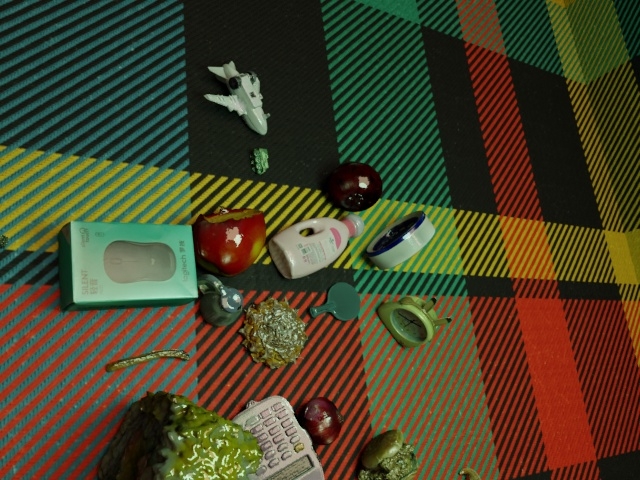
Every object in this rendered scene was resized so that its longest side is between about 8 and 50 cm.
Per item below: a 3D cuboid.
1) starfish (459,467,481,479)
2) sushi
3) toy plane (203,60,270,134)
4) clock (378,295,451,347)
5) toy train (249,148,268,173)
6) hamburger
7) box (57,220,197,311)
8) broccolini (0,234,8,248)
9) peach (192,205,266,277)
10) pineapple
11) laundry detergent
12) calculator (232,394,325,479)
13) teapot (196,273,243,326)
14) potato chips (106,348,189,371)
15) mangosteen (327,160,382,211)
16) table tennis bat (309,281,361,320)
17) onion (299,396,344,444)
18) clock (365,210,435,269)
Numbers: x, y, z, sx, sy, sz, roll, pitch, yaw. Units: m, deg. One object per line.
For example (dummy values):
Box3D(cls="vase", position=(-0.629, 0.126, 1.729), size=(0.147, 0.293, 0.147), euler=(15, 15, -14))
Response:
Box3D(cls="starfish", position=(0.476, 0.880, 1.768), size=(0.376, 0.094, 0.326), euler=(22, 64, -20))
Box3D(cls="sushi", position=(-0.321, 0.513, 1.190), size=(0.240, 0.397, 0.351), euler=(38, 64, -22))
Box3D(cls="toy plane", position=(-0.236, -0.444, 1.773), size=(0.255, 0.101, 0.251), euler=(56, 41, -4))
Box3D(cls="clock", position=(0.300, 0.246, 1.794), size=(0.069, 0.232, 0.170), euler=(-40, 98, -36))
Box3D(cls="toy train", position=(-0.187, -0.245, 1.776), size=(0.053, 0.033, 0.083), euler=(-3, 75, -38))
Box3D(cls="hamburger", position=(0.183, 0.628, 1.636), size=(0.185, 0.159, 0.131), euler=(-36, 99, -10))
Box3D(cls="box", position=(-0.473, 0.064, 1.420), size=(0.312, 0.118, 0.204), euler=(2, 70, -33))
Box3D(cls="broccolini", position=(-0.785, -0.017, 1.301), size=(0.140, 0.030, 0.035), euler=(20, 55, -22))
Box3D(cls="peach", position=(-0.245, -0.018, 1.557), size=(0.196, 0.190, 0.226), euler=(31, 65, -10))
Box3D(cls="pineapple", position=(-0.121, 0.256, 1.611), size=(0.225, 0.076, 0.224), euler=(11, 69, -31))
Box3D(cls="laundry detergent", position=(0.000, 0.000, 1.778), size=(0.335, 0.088, 0.158), euler=(-26, 88, -38))
Box3D(cls="calculator", position=(-0.118, 0.552, 1.496), size=(0.194, 0.043, 0.294), euler=(-26, 85, -16))
Box3D(cls="teapot", position=(-0.260, 0.152, 1.534), size=(0.111, 0.108, 0.149), euler=(-13, 81, -38))
Box3D(cls="potato chips", position=(-0.427, 0.296, 1.423), size=(0.204, 0.026, 0.037), euler=(-2, 88, -35))
Box3D(cls="mangosteen", position=(0.110, -0.187, 1.880), size=(0.200, 0.200, 0.199), euler=(12, 67, -30))
Box3D(cls="table tennis bat", position=(0.047, 0.198, 1.771), size=(0.201, 0.033, 0.124), euler=(-14, 79, -39))
Box3D(cls="onion", position=(0.004, 0.499, 1.573), size=(0.131, 0.131, 0.131), euler=(12, 67, -30))
Box3D(cls="clock", position=(0.261, 0.000, 1.860), size=(0.083, 0.230, 0.230), euler=(51, 53, -11))
